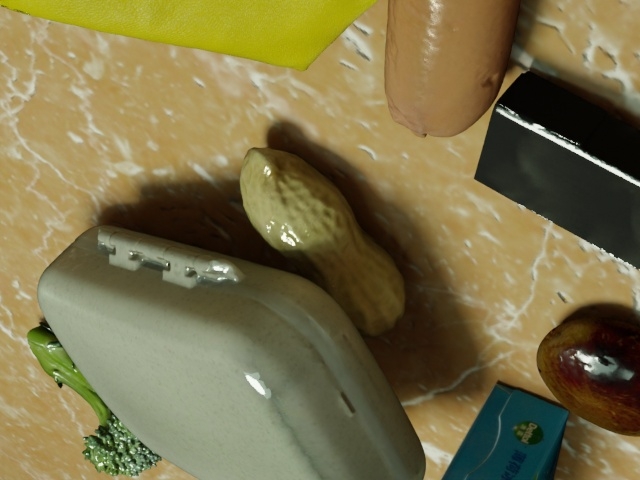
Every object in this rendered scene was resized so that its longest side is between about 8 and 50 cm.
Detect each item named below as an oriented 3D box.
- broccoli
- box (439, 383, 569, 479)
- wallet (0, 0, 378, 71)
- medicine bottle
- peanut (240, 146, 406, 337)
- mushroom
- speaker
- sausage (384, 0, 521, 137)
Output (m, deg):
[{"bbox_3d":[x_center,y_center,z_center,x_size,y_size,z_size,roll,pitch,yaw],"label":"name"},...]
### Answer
[{"bbox_3d":[-0.236,0.164,1.413,0.204,0.122,0.118,39,128,18],"label":"broccoli"},{"bbox_3d":[0.149,0.241,1.157,0.073,0.139,0.194,20,139,19],"label":"box"},{"bbox_3d":[-0.074,-0.185,0.861,0.241,0.067,0.141,8,151,-34],"label":"wallet"},{"bbox_3d":[-0.088,0.119,1.162,0.375,0.123,0.282,12,141,48],"label":"medicine bottle"},{"bbox_3d":[0.000,0.000,1.073,0.082,0.082,0.187,-17,118,45],"label":"peanut"},{"bbox_3d":[0.227,0.109,1.038,0.123,0.052,0.123,22,143,17],"label":"mushroom"},{"bbox_3d":[0.214,-0.028,0.891,0.218,0.044,0.082,30,144,17],"label":"speaker"},{"bbox_3d":[0.086,-0.183,0.816,0.086,0.086,0.289,21,138,18],"label":"sausage"}]
